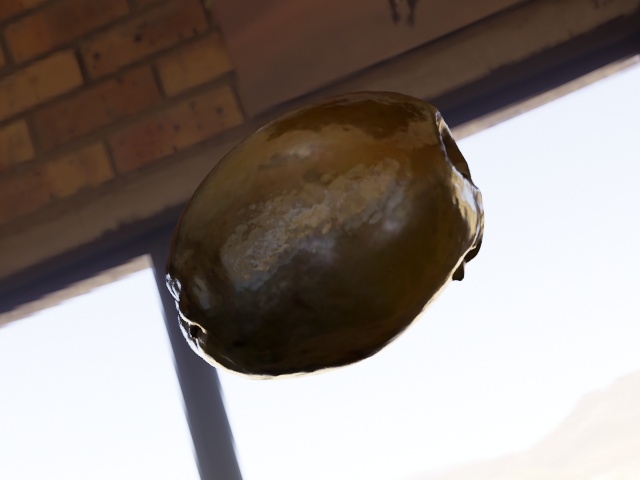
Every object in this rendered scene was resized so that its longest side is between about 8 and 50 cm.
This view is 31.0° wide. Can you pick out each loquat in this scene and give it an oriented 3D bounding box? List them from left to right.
[{"bbox_3d":[0.000,0.000,0.777,0.227,0.179,0.179,-35,-19,11],"label":"loquat"}]
